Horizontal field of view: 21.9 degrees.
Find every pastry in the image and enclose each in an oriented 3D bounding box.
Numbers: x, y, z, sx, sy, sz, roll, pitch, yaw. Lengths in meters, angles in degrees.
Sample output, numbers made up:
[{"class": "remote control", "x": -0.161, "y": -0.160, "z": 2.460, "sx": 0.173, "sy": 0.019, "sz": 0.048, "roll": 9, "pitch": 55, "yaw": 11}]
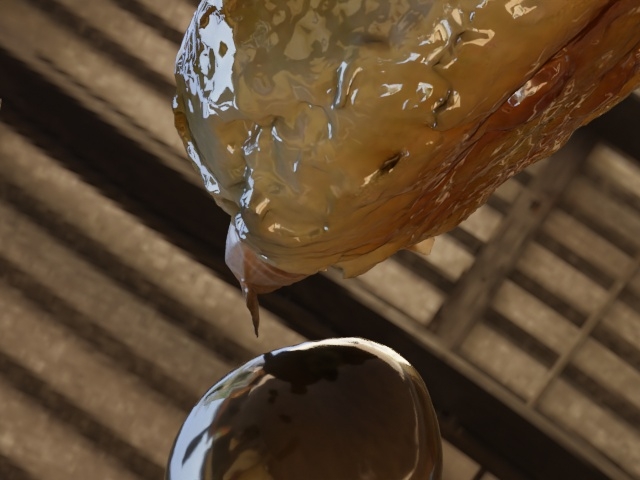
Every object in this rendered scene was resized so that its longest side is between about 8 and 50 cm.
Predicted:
[{"class": "pastry", "x": 0.068, "y": -0.111, "z": 0.703, "sx": 0.136, "sy": 0.329, "sz": 0.329, "roll": 51, "pitch": -139, "yaw": 11}]

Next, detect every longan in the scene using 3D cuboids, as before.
[{"class": "longan", "x": -0.010, "y": 0.190, "z": 1.352, "sx": 0.248, "sy": 0.248, "sz": 0.248, "roll": 18, "pitch": -142, "yaw": -15}]

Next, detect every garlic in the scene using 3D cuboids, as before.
[{"class": "garlic", "x": -0.013, "y": -0.002, "z": 1.390, "sx": 0.128, "sy": 0.198, "sz": 0.090, "roll": 51, "pitch": -159, "yaw": -22}]
